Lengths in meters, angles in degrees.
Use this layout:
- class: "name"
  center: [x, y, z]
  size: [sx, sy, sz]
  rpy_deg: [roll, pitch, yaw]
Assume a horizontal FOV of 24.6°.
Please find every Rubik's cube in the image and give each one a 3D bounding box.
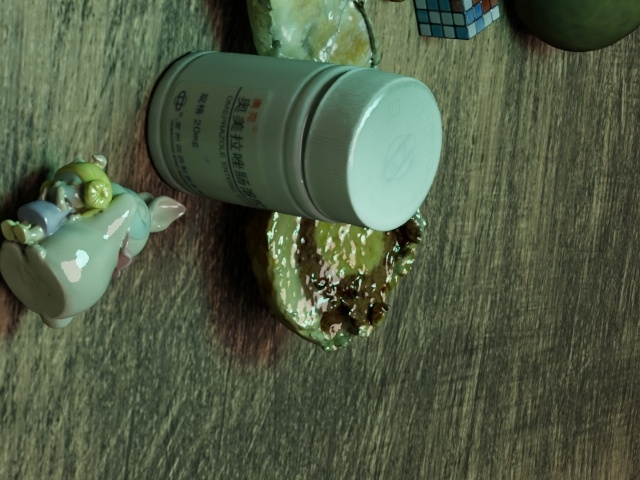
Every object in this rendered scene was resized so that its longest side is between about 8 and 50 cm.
- class: "Rubik's cube"
  center: [0.204, -0.364, 2.220]
  size: [0.092, 0.092, 0.092]
  rpy_deg: [-39, 128, -39]

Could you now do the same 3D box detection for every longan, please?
- class: "longan"
  center: [0.429, -0.432, 2.377]
  size: [0.258, 0.258, 0.258]
  rpy_deg: [-17, 112, -48]

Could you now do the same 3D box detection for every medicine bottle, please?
- class: "medicine bottle"
  center: [-0.031, -0.126, 1.791]
  size: [0.190, 0.332, 0.189]
  rpy_deg: [-17, 112, -48]

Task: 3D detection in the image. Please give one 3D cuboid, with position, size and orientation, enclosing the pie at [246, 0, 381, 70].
- class: "pie"
  center: [0.007, -0.357, 1.939]
  size: [0.337, 0.075, 0.337]
  rpy_deg: [-15, 110, -49]

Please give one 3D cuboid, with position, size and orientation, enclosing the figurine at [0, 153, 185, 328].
- class: "figurine"
  center: [-0.262, -0.024, 1.710]
  size: [0.235, 0.127, 0.155]
  rpy_deg: [-48, 123, -40]

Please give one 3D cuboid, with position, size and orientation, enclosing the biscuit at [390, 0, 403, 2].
- class: "biscuit"
  center: [0.082, -0.449, 2.088]
  size: [0.180, 0.039, 0.236]
  rpy_deg: [-59, 138, -17]

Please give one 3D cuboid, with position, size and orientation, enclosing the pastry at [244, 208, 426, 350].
- class: "pastry"
  center: [-0.008, 0.003, 2.002]
  size: [0.237, 0.170, 0.256]
  rpy_deg: [35, 76, -29]
